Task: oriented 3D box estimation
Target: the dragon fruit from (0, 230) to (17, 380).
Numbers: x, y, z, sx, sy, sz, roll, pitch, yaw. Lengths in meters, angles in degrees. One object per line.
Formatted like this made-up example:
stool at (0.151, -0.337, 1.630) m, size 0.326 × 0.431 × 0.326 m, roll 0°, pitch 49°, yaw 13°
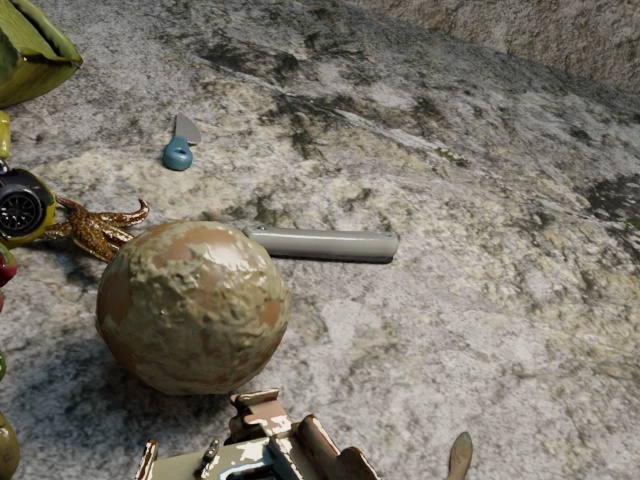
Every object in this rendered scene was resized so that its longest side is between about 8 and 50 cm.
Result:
dragon fruit at (-0.407, 0.061, 0.815) m, size 0.218 × 0.272 × 0.198 m, roll -15°, pitch 27°, yaw -38°

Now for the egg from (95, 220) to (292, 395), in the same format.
egg at (-0.139, 0.075, 0.962) m, size 0.203 × 0.203 × 0.245 m, roll 38°, pitch 13°, yaw 32°

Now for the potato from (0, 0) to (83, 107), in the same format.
potato at (-0.578, -0.322, 1.442) m, size 0.330 × 0.213 × 0.280 m, roll 50°, pitch 11°, yaw 12°

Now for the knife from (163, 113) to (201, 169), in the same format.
knife at (-0.246, -0.185, 1.538) m, size 0.058 × 0.032 × 0.244 m, roll 11°, pitch 25°, yaw -8°

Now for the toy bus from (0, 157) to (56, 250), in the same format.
toy bus at (-0.479, -0.007, 0.962) m, size 0.331 × 0.151 × 0.145 m, roll -7°, pitch 27°, yaw -35°

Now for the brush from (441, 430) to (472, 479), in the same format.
brush at (0.155, 0.275, 0.962) m, size 0.070 × 0.021 × 0.196 m, roll 23°, pitch 29°, yaw 6°

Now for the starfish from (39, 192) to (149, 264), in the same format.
starfish at (-0.322, -0.013, 1.162) m, size 0.238 × 0.057 × 0.213 m, roll 4°, pitch 24°, yaw -25°

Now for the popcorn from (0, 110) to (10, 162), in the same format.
popcorn at (-0.534, -0.150, 1.109) m, size 0.249 × 0.225 × 0.249 m, roll 10°, pitch 26°, yaw -5°

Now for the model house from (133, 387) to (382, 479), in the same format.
model house at (-0.073, 0.270, 0.696) m, size 0.244 × 0.169 × 0.326 m, roll -5°, pitch 37°, yaw -32°

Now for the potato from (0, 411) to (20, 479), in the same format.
potato at (-0.359, 0.189, 0.699) m, size 0.200 × 0.137 × 0.154 m, roll 17°, pitch 37°, yaw -13°

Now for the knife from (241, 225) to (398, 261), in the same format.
knife at (0.001, 0.001, 1.337) m, size 0.266 × 0.040 × 0.073 m, roll 2°, pitch 21°, yaw -26°
